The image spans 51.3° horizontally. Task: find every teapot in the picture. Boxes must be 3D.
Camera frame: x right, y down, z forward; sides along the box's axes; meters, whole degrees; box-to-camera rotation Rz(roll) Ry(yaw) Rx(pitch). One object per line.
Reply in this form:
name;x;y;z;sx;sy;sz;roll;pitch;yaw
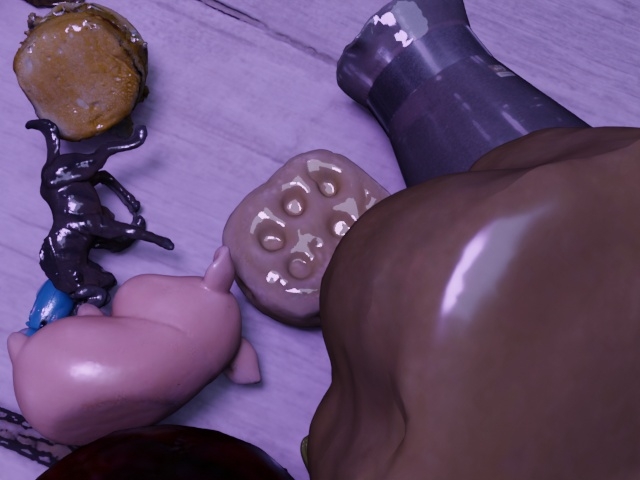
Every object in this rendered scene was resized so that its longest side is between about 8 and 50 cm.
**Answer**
teapot;0.205;-0.131;0.851;0.300;0.253;0.344;-11;64;-48

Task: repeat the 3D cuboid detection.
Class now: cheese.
cheese;0.000;0.000;0.819;0.235;0.117;0.218;11;68;-5

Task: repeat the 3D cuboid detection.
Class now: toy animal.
toy animal;-0.265;-0.038;0.775;0.148;0.084;0.233;-13;87;-40
toy animal;-0.195;0.119;0.711;0.250;0.166;0.154;-26;48;-26

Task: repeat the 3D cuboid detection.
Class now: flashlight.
flashlight;-0.312;0.086;0.772;0.051;0.051;0.129;22;63;-2

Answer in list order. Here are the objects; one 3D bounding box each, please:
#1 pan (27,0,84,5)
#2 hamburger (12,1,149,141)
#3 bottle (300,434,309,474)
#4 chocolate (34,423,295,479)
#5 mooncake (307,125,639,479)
pan;-0.349;-0.372;0.923;0.202;0.048;0.128;29;68;0
hamburger;-0.286;-0.207;0.833;0.159;0.131;0.185;-25;119;-1
bottle;0.078;0.315;0.725;0.112;0.112;0.260;-24;77;-17
chocolate;-0.126;0.341;0.568;0.383;0.331;0.384;4;71;-11
mooncake;0.209;0.141;0.545;0.467;0.262;0.467;-1;93;-20
